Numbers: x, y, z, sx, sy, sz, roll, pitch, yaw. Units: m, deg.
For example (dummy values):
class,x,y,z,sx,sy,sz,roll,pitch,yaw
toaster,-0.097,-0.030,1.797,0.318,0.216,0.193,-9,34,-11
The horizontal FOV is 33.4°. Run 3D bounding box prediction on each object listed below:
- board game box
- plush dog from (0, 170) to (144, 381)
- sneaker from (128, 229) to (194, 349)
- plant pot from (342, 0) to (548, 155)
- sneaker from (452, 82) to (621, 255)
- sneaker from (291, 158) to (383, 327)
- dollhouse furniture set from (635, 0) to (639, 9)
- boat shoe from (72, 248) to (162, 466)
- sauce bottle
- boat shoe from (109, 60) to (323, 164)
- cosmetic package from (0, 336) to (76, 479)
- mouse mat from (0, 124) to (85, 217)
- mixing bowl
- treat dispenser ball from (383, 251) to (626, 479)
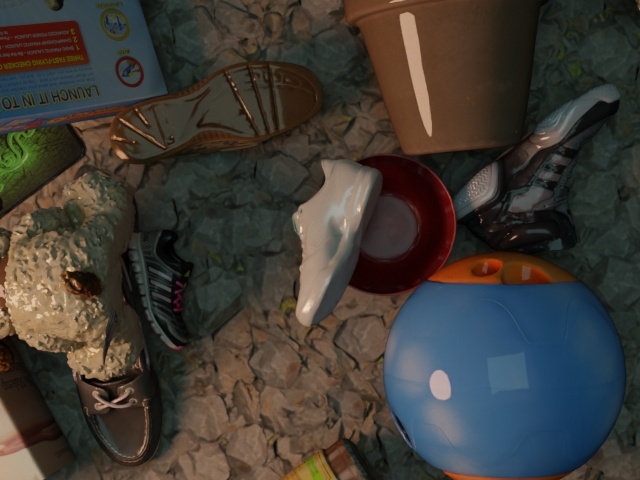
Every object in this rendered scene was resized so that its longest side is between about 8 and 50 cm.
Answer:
class,x,y,z,sx,sy,sz,roll,pitch,yaw
board game box,-0.376,-0.295,1.339,0.086,0.308,0.302,-17,89,48
plush dog,-0.350,0.053,1.279,0.225,0.210,0.262,-3,94,9
sneaker,-0.200,0.060,1.428,0.075,0.063,0.170,-20,82,9
plant pot,0.163,-0.225,1.325,0.263,0.263,0.229,-5,94,3
sneaker,0.308,-0.074,1.388,0.268,0.101,0.153,-39,87,7
sneaker,0.000,0.000,1.324,0.094,0.080,0.212,20,83,16
dollhouse furniture set,0.441,-0.445,1.256,0.198,0.286,0.303,52,127,4
boat shoe,-0.285,0.140,1.415,0.112,0.095,0.335,-9,88,3
sauce bottle,-0.076,0.394,1.388,0.344,0.111,0.111,-36,87,0
boat shoe,-0.137,-0.169,1.422,0.285,0.089,0.105,-12,89,1
cosmetic package,-0.460,0.201,1.397,0.129,0.153,0.296,-30,88,1
mouse mat,-0.439,-0.126,1.477,0.189,0.007,0.152,-36,87,3
mixing bowl,0.084,-0.018,1.397,0.181,0.098,0.181,0,88,4
treat dispenser ball,0.219,0.157,1.289,0.288,0.288,0.288,0,88,3
